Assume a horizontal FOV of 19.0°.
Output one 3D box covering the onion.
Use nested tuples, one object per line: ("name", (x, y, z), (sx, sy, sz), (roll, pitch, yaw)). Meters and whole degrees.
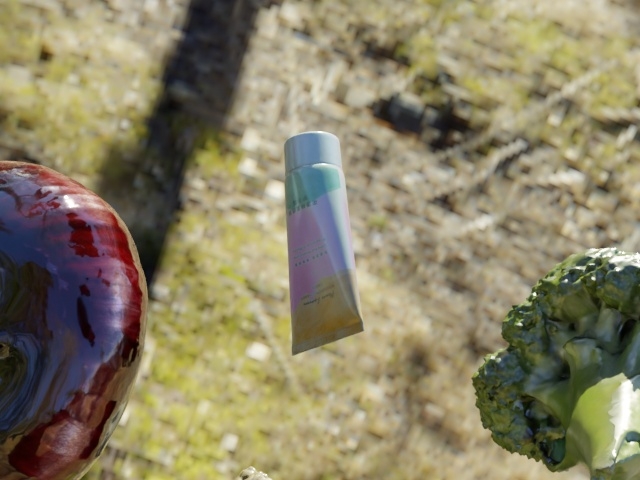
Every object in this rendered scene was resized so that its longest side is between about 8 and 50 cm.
("onion", (-0.263, 0.067, 1.428), (0.273, 0.273, 0.285), (40, 6, 23))

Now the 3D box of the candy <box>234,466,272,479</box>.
("candy", (-0.048, 0.240, 1.511), (0.085, 0.110, 0.095), (22, -3, -17))

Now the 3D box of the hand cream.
("hand cream", (0.000, 0.000, 1.523), (0.047, 0.076, 0.174), (18, 60, -45))

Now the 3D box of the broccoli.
("broccoli", (0.292, 0.126, 1.749), (0.186, 0.254, 0.302), (45, -7, -30))
